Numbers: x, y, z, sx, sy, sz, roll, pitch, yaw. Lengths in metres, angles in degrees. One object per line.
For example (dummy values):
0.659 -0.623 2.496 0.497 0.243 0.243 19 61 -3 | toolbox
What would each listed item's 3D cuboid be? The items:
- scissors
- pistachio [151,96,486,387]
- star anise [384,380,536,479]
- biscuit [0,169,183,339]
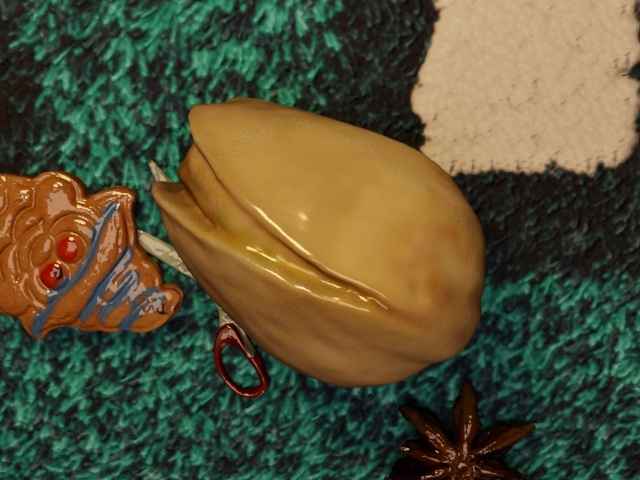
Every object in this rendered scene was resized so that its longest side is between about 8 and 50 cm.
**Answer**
-0.106 0.034 1.411 0.144 0.017 0.248 -42 100 14 | scissors
0.000 0.000 1.281 0.321 0.238 0.229 34 101 13 | pistachio
0.141 0.221 1.438 0.168 0.057 0.168 1 109 3 | star anise
-0.265 0.008 1.394 0.280 0.043 0.183 27 105 -6 | biscuit
